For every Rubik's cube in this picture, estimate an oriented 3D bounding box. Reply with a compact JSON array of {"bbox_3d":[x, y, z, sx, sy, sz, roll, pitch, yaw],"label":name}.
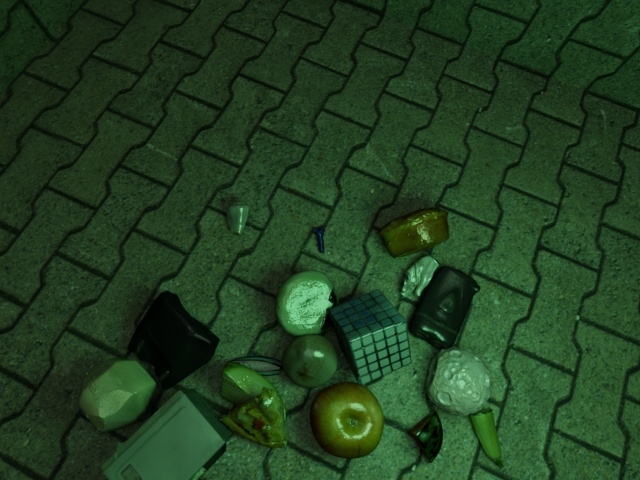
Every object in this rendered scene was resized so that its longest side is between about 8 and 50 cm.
[{"bbox_3d":[0.194,0.375,1.589,0.237,0.238,0.237,-22,29,-10],"label":"Rubik's cube"}]

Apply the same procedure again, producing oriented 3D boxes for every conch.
[{"bbox_3d":[-0.383,-0.112,1.878,0.104,0.094,0.176,2,97,-15],"label":"conch"}]

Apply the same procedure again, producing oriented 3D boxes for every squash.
[{"bbox_3d":[0.668,0.779,1.594,0.094,0.094,0.224,-17,79,-8],"label":"squash"},{"bbox_3d":[-0.244,0.587,1.588,0.289,0.203,0.111,22,39,9],"label":"squash"}]

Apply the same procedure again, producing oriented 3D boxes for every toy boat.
[{"bbox_3d":[-0.274,0.515,1.668,0.229,0.046,0.080,7,73,-2],"label":"toy boat"}]

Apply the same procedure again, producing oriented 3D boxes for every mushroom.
[{"bbox_3d":[-0.042,0.478,1.624,0.226,0.178,0.226,-4,109,-13],"label":"mushroom"}]

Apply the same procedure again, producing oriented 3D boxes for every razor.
[{"bbox_3d":[0.532,0.286,1.739,0.204,0.113,0.349,31,71,7],"label":"razor"}]

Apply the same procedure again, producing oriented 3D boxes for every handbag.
[{"bbox_3d":[-0.606,0.415,1.643,0.342,0.152,0.288,42,86,15],"label":"handbag"}]

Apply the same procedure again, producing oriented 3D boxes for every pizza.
[{"bbox_3d":[-0.233,0.652,1.516,0.280,0.287,0.075,18,28,2],"label":"pizza"}]

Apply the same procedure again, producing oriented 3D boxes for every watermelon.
[{"bbox_3d":[0.427,0.773,1.570,0.193,0.137,0.145,-13,63,-52],"label":"watermelon"}]

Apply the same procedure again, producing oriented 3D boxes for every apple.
[{"bbox_3d":[0.101,0.675,1.524,0.286,0.233,0.286,1,70,-3],"label":"apple"}]

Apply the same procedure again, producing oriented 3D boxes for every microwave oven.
[{"bbox_3d":[-0.540,0.764,1.478,0.286,0.218,0.355,43,74,11],"label":"microwave oven"}]

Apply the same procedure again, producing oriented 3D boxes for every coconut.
[{"bbox_3d":[-0.756,0.586,1.518,0.247,0.245,0.245,40,74,18],"label":"coconut"}]

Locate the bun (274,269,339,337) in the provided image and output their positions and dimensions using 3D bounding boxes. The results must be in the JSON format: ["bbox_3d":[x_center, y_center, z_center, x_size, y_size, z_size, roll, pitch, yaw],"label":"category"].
[{"bbox_3d":[-0.067,0.265,1.703,0.283,0.179,0.283,1,86,-16],"label":"bun"}]

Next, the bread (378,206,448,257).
[{"bbox_3d":[0.413,-0.034,1.763,0.312,0.312,0.172,-15,81,-7],"label":"bread"}]

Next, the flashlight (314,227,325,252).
[{"bbox_3d":[0.000,0.000,1.864,0.057,0.035,0.121,2,73,-28],"label":"flashlight"}]

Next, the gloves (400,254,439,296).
[{"bbox_3d":[0.433,0.160,1.790,0.229,0.097,0.119,-41,64,-16],"label":"gloves"}]

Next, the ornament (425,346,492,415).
[{"bbox_3d":[0.542,0.547,1.577,0.225,0.259,0.259,18,71,10],"label":"ornament"}]
